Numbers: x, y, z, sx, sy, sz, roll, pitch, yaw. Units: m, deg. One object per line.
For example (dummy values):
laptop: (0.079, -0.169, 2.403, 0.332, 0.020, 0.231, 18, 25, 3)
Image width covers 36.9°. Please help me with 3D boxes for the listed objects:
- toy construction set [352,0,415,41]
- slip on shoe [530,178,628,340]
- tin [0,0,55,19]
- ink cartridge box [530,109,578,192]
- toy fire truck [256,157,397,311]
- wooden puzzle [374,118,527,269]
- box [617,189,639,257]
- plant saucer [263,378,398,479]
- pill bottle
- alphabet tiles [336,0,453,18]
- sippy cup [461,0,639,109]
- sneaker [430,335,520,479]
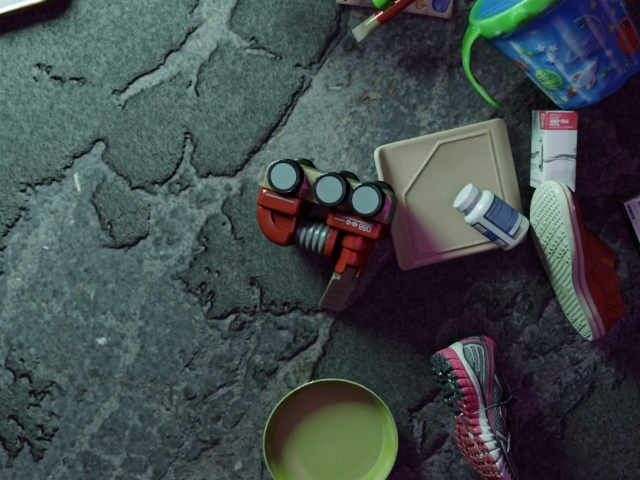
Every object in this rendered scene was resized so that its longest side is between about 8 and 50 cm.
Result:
toy construction set: (-0.018, -0.444, 1.517, 0.237, 0.257, 0.309, -34, 104, 25)
slip on shoe: (0.440, 0.025, 1.617, 0.101, 0.123, 0.331, -33, 121, -8)
tin: (-0.513, -0.423, 1.570, 0.190, 0.040, 0.106, -17, 104, 0)
ink cartridge box: (0.394, -0.152, 1.620, 0.056, 0.099, 0.135, 0, 99, -1)
toy fire truck: (0.000, 0.000, 1.613, 0.217, 0.158, 0.246, 17, 99, 12)
wooden puzzle: (0.225, -0.080, 1.657, 0.239, 0.044, 0.220, -14, 99, -5)
box: (0.616, 0.002, 1.686, 0.114, 0.036, 0.207, -25, 99, 1)
plant saucer: (0.018, 0.358, 1.716, 0.241, 0.037, 0.240, -1, 99, -3)
pill bottle: (0.286, -0.042, 1.612, 0.120, 0.067, 0.067, 35, 96, -10)
alphabet tiles: (0.156, -0.482, 1.604, 0.237, 0.009, 0.198, 7, 98, -4)
sippy cup: (0.396, -0.341, 1.541, 0.305, 0.240, 0.224, -23, 116, 44)
sneaker: (0.300, 0.312, 1.685, 0.112, 0.121, 0.299, -25, 105, -19)
